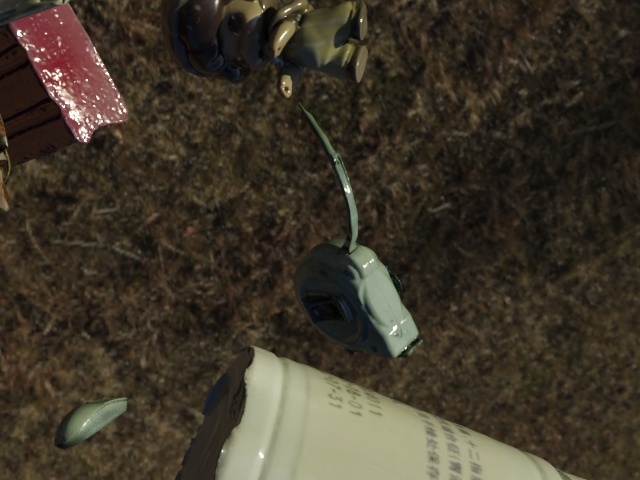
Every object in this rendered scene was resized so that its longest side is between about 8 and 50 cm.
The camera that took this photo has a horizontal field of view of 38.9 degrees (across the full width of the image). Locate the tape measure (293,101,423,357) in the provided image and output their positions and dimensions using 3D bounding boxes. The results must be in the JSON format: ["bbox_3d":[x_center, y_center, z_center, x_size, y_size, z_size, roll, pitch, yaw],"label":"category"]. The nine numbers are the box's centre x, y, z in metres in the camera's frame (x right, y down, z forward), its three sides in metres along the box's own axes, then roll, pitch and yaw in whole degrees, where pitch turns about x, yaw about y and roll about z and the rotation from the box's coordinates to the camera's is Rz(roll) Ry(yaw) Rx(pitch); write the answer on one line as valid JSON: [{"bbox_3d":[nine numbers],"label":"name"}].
[{"bbox_3d":[0.000,0.000,1.121,0.164,0.084,0.330,-12,111,46],"label":"tape measure"}]

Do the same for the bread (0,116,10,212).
[{"bbox_3d":[-0.412,-0.110,0.962,0.143,0.212,0.224,-18,137,-18],"label":"bread"}]

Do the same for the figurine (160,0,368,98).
[{"bbox_3d":[-0.104,-0.363,1.516,0.381,0.203,0.248,15,146,16],"label":"figurine"}]

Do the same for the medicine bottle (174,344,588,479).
[{"bbox_3d":[0.061,0.221,0.662,0.332,0.189,0.190,23,132,-10],"label":"medicine bottle"}]

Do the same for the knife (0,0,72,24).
[{"bbox_3d":[-0.416,-0.307,1.192,0.266,0.073,0.040,-15,147,16],"label":"knife"}]

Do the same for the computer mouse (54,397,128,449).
[{"bbox_3d":[-0.544,0.413,2.145,0.113,0.068,0.229,-20,-172,34],"label":"computer mouse"}]

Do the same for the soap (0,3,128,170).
[{"bbox_3d":[-0.513,-0.251,1.532,0.360,0.128,0.232,-9,114,45],"label":"soap"}]
